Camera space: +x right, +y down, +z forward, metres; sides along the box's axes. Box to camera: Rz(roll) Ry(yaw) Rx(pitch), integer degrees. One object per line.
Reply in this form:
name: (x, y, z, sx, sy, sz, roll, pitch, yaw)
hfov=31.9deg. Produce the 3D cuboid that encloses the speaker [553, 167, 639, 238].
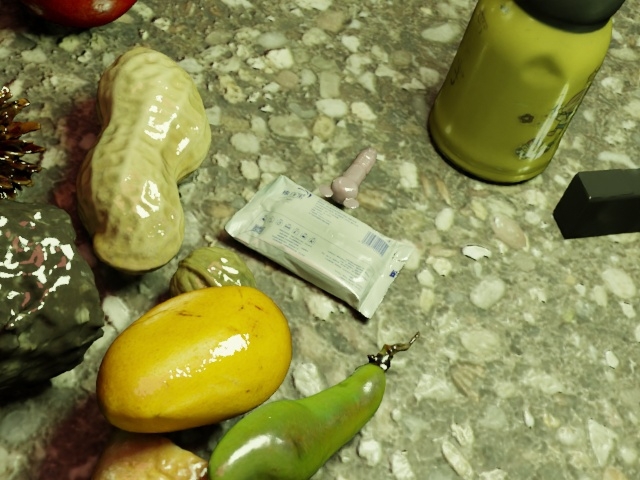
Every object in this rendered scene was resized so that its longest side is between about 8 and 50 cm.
speaker: (0.405, -0.053, 1.399, 0.218, 0.082, 0.044, -6, 54, -20)

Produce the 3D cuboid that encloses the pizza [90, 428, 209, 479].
pizza: (-0.116, 0.309, 0.956, 0.182, 0.074, 0.365, -12, 53, -22)

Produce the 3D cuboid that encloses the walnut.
walnut: (-0.111, 0.049, 1.166, 0.092, 0.092, 0.092, 8, 50, -10)

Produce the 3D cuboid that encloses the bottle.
bottle: (0.261, -0.239, 1.331, 0.171, 0.351, 0.172, 9, 51, -11)

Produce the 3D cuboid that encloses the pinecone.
pinecone: (-0.359, -0.106, 1.177, 0.140, 0.121, 0.140, 22, 10, -4)

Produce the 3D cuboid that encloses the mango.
mango: (-0.120, 0.113, 1.044, 0.144, 0.112, 0.219, 22, 29, 34)

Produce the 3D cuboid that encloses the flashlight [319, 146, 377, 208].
flashlight: (0.039, -0.075, 1.344, 0.052, 0.031, 0.110, 27, 45, 9)

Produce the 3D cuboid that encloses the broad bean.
broad bean: (-0.005, 0.173, 1.078, 0.067, 0.075, 0.325, 4, 17, 33)

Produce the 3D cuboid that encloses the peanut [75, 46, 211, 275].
peanut: (-0.193, -0.087, 1.229, 0.136, 0.120, 0.298, 8, 52, -4)

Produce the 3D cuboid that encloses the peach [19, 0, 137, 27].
peach: (-0.299, -0.347, 1.370, 0.197, 0.197, 0.197, 8, 50, -10)

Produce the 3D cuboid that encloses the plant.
plant: (-0.329, 0.059, 1.019, 0.234, 0.204, 0.178, -10, 68, -34)

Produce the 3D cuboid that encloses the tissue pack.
tissue pack: (0.000, 0.000, 1.273, 0.193, 0.026, 0.122, 30, 49, 8)
